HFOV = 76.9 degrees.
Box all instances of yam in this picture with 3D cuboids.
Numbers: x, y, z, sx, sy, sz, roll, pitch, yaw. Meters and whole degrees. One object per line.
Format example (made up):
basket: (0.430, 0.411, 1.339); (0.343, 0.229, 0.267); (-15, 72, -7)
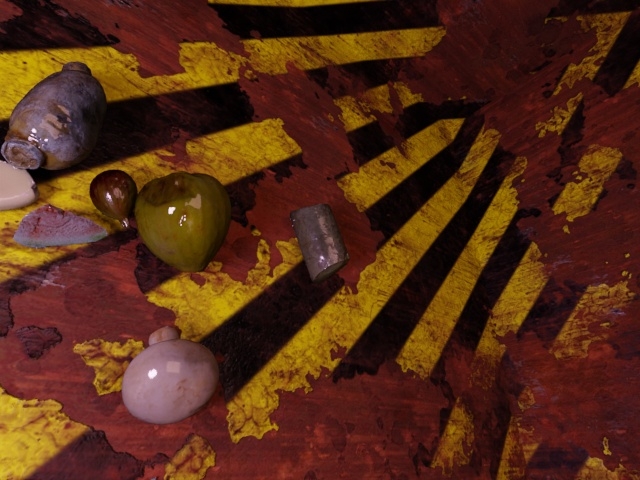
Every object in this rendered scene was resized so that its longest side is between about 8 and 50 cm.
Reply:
yam: (0.000, 0.000, 1.418); (0.161, 0.161, 0.267); (-6, 70, -46)

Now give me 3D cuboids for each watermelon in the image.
watermelon: (-0.586, -0.034, 0.918); (0.180, 0.094, 0.081); (9, 58, -59)

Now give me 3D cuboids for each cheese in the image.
cheese: (-0.738, -0.099, 0.825); (0.256, 0.050, 0.127); (-32, 92, -49)

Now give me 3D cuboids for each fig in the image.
fig: (-0.346, -0.044, 1.049); (0.240, 0.240, 0.270); (-26, 109, -48)
fig: (-0.508, -0.102, 1.012); (0.109, 0.103, 0.154); (-30, 80, -8)

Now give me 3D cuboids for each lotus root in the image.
lotus root: (-0.612, -0.303, 0.970); (0.175, 0.175, 0.349); (28, 49, -31)

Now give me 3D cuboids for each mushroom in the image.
mushroom: (-0.348, 0.303, 0.903); (0.209, 0.206, 0.206); (25, 35, 23)

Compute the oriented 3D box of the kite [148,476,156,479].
kite: (-0.323, 0.639, 0.845); (0.323, 0.013, 0.267); (-11, 77, -49)
